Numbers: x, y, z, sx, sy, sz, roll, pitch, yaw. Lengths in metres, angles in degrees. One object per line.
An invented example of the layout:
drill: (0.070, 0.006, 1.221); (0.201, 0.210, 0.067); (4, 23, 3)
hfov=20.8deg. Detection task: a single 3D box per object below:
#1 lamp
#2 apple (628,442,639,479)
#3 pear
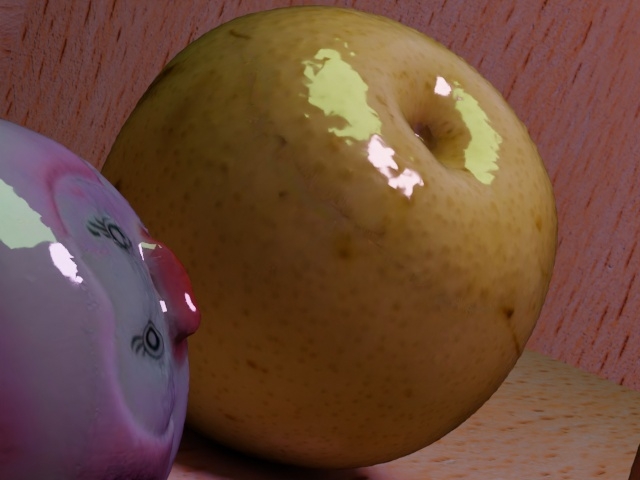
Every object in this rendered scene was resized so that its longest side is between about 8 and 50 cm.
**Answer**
lamp: (-0.181, 0.052, 0.724); (0.247, 0.247, 0.301); (-13, 5, -13)
apple: (0.316, 0.137, 0.827); (0.319, 0.319, 0.277); (21, 40, 24)
pear: (0.000, 0.000, 1.253); (0.348, 0.348, 0.348); (20, 4, -1)
